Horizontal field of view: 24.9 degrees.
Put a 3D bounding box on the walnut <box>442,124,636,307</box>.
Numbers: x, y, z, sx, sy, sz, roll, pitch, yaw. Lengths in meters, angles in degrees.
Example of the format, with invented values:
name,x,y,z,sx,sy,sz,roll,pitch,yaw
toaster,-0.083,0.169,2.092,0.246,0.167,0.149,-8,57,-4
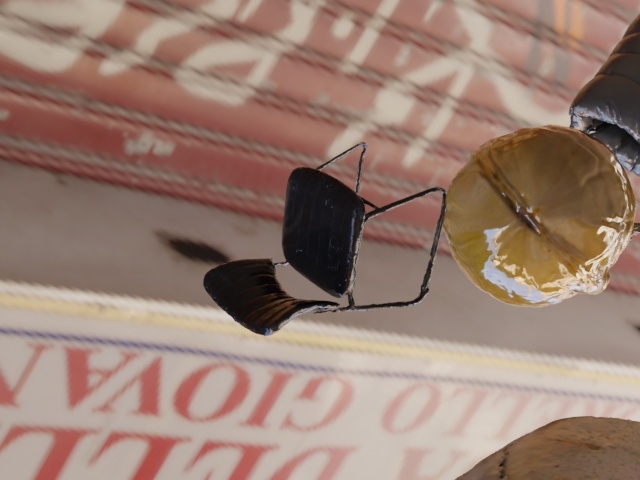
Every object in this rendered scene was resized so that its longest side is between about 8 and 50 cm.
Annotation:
name,x,y,z,sx,sy,sz,roll,pitch,yaw
walnut,0.186,-0.020,1.213,0.159,0.159,0.206,37,-173,15

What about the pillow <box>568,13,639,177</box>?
name,x,y,z,sx,sy,sz,roll,pitch,yaw
pillow,0.451,-0.117,1.576,0.326,0.101,0.228,29,-133,14

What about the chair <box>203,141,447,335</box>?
name,x,y,z,sx,sy,sz,roll,pitch,yaw
chair,0.000,0.000,1.528,0.221,0.145,0.140,-14,-146,-37

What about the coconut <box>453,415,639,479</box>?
name,x,y,z,sx,sy,sz,roll,pitch,yaw
coconut,0.147,0.219,0.735,0.224,0.234,0.224,13,-166,-3

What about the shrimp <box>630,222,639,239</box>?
name,x,y,z,sx,sy,sz,roll,pitch,yaw
shrimp,0.333,0.012,1.747,0.025,0.127,0.091,62,-155,5
